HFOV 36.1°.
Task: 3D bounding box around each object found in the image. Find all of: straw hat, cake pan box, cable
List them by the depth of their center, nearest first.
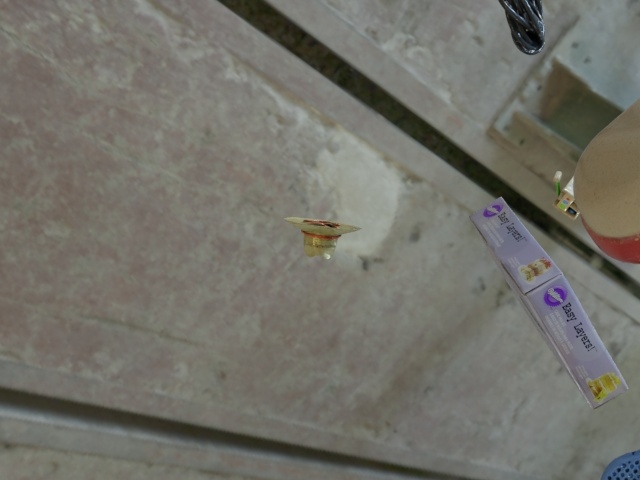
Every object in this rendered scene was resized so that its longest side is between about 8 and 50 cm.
[{"bbox_3d":[0.236,-0.299,1.157,0.150,0.047,0.184,37,50,-68],"label":"cable"},{"bbox_3d":[0.332,0.087,1.464,0.070,0.267,0.246,-31,117,5],"label":"cake pan box"},{"bbox_3d":[0.000,0.000,1.656,0.144,0.144,0.061,3,98,-45],"label":"straw hat"}]

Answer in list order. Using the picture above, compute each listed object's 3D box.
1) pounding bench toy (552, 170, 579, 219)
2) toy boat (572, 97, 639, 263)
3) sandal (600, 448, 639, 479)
[{"bbox_3d":[0.475,-0.091,1.891,0.052,0.083,0.065,-49,171,-30],"label":"pounding bench toy"},{"bbox_3d":[0.331,-0.056,0.839,0.231,0.151,0.151,-39,107,-16],"label":"toy boat"},{"bbox_3d":[0.491,0.332,1.236,0.138,0.317,0.126,8,84,-44],"label":"sandal"}]
